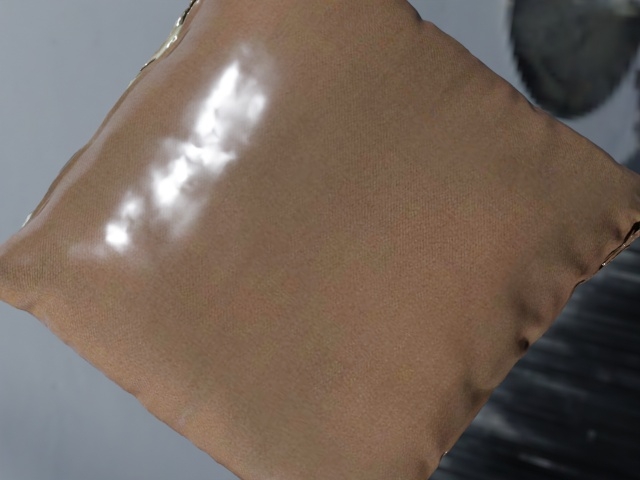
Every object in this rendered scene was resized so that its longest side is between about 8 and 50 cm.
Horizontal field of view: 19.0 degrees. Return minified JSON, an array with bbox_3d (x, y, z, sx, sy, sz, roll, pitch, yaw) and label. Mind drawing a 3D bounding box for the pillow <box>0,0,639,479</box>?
[{"bbox_3d":[0.000,0.000,1.139,0.308,0.305,0.108,-51,180,-5],"label":"pillow"}]
